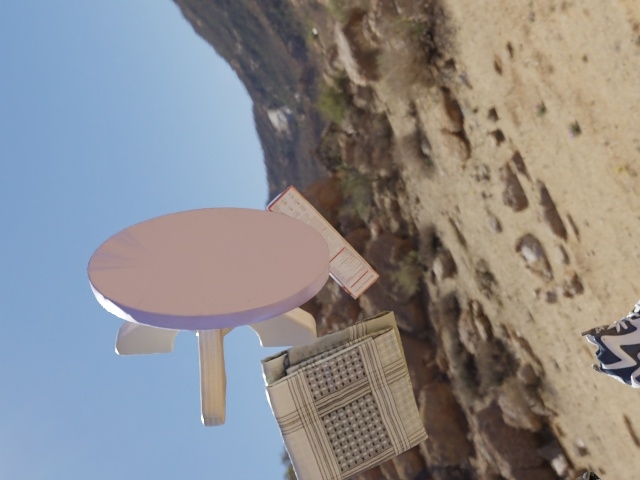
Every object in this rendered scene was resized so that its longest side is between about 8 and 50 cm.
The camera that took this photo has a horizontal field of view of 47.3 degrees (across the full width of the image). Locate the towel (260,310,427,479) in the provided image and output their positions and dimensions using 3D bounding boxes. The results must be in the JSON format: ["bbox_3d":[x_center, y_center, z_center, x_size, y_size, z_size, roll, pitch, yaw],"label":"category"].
[{"bbox_3d":[0.057,0.339,1.527,0.056,0.312,0.324,-161,52,-72],"label":"towel"}]

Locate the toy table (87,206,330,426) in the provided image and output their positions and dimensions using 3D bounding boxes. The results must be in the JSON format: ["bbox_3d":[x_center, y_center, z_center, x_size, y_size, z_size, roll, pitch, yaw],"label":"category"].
[{"bbox_3d":[-0.128,0.077,0.891,0.252,0.275,0.160,-79,-8,-45],"label":"toy table"}]

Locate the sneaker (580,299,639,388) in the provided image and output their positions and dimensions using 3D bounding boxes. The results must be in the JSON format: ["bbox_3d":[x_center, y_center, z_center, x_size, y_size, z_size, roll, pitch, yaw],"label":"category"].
[{"bbox_3d":[0.605,0.169,1.456,0.094,0.153,0.234,-15,-67,-70],"label":"sneaker"}]

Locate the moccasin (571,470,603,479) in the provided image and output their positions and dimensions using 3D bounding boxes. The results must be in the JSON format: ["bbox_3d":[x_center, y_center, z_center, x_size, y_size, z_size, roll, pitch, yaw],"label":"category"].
[{"bbox_3d":[0.612,0.578,1.604,0.138,0.116,0.342,37,179,-2],"label":"moccasin"}]

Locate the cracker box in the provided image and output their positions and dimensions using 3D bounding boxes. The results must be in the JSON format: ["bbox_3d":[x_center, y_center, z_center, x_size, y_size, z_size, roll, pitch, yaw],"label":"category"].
[{"bbox_3d":[0.000,0.000,1.381,0.232,0.067,0.156,47,178,-6],"label":"cracker box"}]
